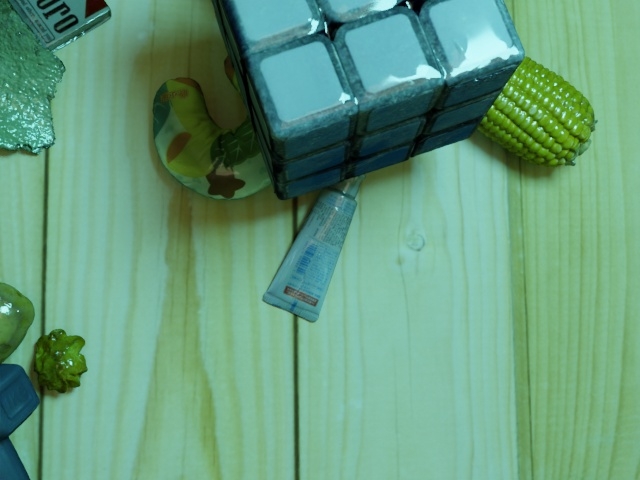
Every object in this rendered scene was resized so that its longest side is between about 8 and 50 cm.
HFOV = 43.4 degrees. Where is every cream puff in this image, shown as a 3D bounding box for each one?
[{"bbox_3d":[-0.355,0.163,1.097,0.083,0.058,0.083,32,79,-7],"label":"cream puff"}]

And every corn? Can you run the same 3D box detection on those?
[{"bbox_3d":[0.260,-0.244,1.249,0.387,0.144,0.144,32,78,-10],"label":"corn"}]

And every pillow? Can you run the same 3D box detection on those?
[{"bbox_3d":[-0.130,-0.169,1.183,0.233,0.086,0.214,-29,81,-12],"label":"pillow"}]

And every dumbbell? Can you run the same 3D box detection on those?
[{"bbox_3d":[-0.387,0.317,1.001,0.160,0.144,0.325,-23,102,-17],"label":"dumbbell"}]

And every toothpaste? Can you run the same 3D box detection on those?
[{"bbox_3d":[0.000,0.000,1.208,0.089,0.057,0.234,24,86,-8],"label":"toothpaste"}]

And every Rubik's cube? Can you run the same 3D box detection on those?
[{"bbox_3d":[0.037,-0.260,1.011,0.305,0.301,0.304,-20,80,-6],"label":"Rubik's cube"}]

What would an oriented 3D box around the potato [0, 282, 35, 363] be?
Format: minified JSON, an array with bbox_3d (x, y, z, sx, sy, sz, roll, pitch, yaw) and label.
[{"bbox_3d":[-0.462,0.126,1.063,0.170,0.080,0.107,-43,105,-5],"label":"potato"}]

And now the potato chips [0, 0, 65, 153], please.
[{"bbox_3d":[-0.442,-0.242,1.117,0.167,0.059,0.228,8,94,-3],"label":"potato chips"}]

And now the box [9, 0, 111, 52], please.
[{"bbox_3d":[-0.398,-0.370,1.155,0.115,0.036,0.177,-36,93,-16],"label":"box"}]
